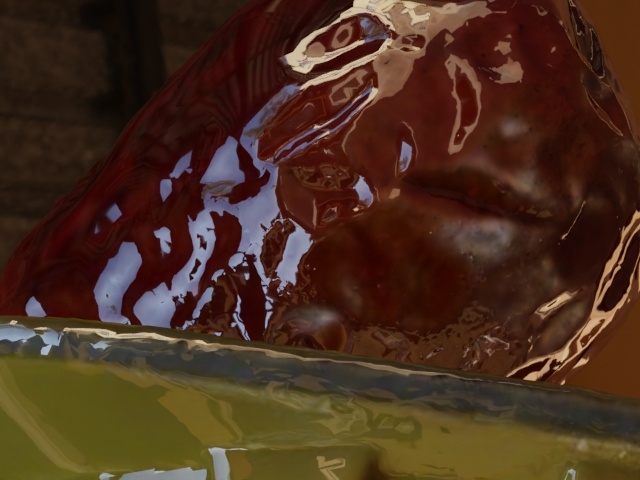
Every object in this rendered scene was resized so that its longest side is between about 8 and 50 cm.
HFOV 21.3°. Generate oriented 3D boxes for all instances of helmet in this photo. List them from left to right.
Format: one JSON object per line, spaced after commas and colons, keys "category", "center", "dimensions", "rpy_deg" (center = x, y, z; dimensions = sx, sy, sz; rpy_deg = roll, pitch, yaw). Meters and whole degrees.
{"category": "helmet", "center": [0.019, 0.117, 0.375], "dimensions": [0.257, 0.205, 0.140], "rpy_deg": [11, -111, -14]}

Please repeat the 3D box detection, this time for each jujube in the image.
{"category": "jujube", "center": [0.000, 0.000, 0.635], "dimensions": [0.190, 0.255, 0.190], "rpy_deg": [44, -152, -31]}
